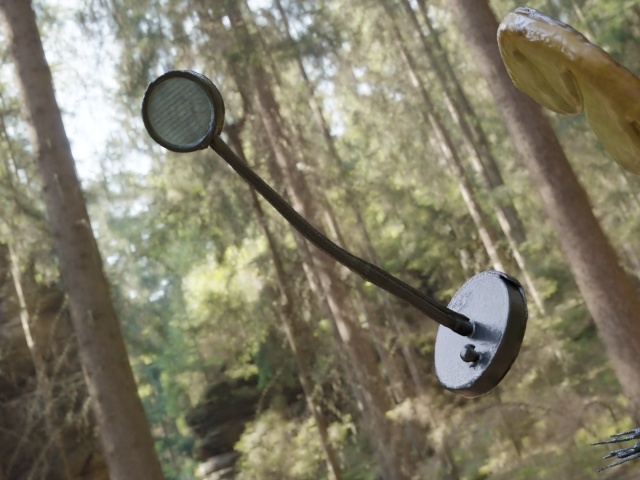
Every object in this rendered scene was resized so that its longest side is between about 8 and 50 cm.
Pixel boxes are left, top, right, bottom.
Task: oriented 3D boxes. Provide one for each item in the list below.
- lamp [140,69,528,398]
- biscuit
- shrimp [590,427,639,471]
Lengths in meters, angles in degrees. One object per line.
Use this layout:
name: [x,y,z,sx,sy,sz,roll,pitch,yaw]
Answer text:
lamp: [0.010,-0.011,0.805,0.130,0.371,0.108,-57,1,23]
biscuit: [0.317,-0.159,1.073,0.045,0.299,0.154,-42,-22,-10]
shrimp: [0.453,0.171,1.010,0.343,0.116,0.145,-21,-56,8]
